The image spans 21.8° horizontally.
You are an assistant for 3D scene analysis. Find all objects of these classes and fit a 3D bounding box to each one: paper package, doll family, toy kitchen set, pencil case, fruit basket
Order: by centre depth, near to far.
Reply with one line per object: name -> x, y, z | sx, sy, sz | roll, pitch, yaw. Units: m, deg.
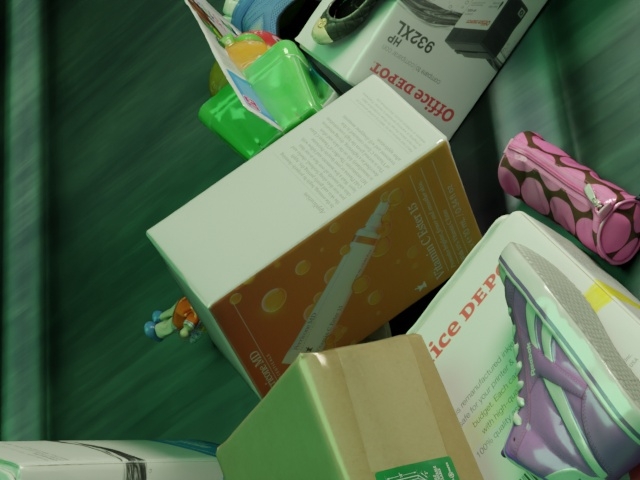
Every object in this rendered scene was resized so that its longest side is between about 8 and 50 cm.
paper package -> 0.046, 0.303, 1.803 | 0.325, 0.168, 0.309 | 69, 152, 20
pencil case -> 0.293, -0.057, 1.958 | 0.209, 0.098, 0.095 | 37, 97, 47
toy kitchen set -> 0.084, 0.094, 2.133 | 0.068, 0.075, 0.083 | 5, 114, 48
fruit basket -> -0.058, -0.204, 2.205 | 0.165, 0.327, 0.353 | -34, 47, 13
doll family -> -0.126, 0.049, 2.317 | 0.163, 0.118, 0.263 | -28, 35, 39

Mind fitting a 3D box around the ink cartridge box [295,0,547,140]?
ink cartridge box -> 0.152, -0.312, 2.122 | 0.307, 0.223, 0.129 | -55, 46, 9

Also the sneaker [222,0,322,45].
sneaker -> 0.006, -0.398, 2.398 | 0.147, 0.129, 0.330 | 42, 105, 31

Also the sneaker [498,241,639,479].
sneaker -> 0.220, 0.137, 1.700 | 0.161, 0.102, 0.282 | -45, 47, 20

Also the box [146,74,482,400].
box -> 0.000, 0.000, 2.030 | 0.345, 0.215, 0.168 | -35, 47, -8

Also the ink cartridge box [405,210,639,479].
ink cartridge box -> 0.272, 0.191, 1.812 | 0.279, 0.160, 0.385 | -52, 45, 11

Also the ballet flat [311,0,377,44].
ballet flat -> 0.048, -0.304, 2.019 | 0.173, 0.049, 0.057 | -42, 50, 20

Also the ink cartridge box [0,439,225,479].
ink cartridge box -> -0.267, 0.392, 2.019 | 0.166, 0.395, 0.286 | 8, 91, 45
